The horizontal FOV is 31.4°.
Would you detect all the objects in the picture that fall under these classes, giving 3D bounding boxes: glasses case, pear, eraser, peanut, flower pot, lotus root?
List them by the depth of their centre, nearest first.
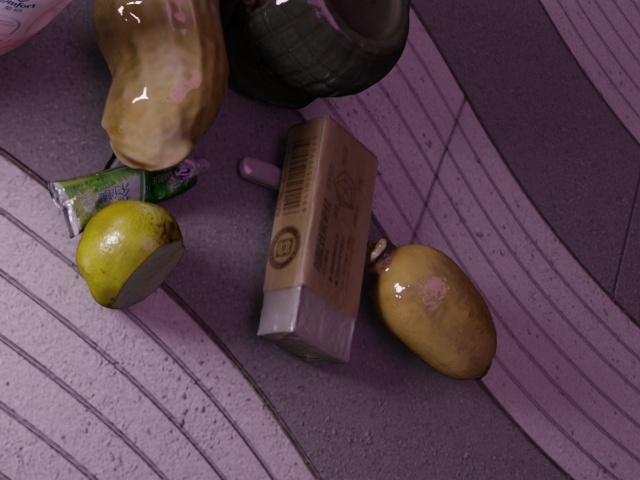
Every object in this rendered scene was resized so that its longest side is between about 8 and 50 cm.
[{"bbox_3d":[-0.241,0.009,1.406,0.104,0.141,0.141,47,43,14],"label":"pear"},{"bbox_3d":[-0.202,-0.254,1.497,0.174,0.158,0.340,6,66,-47],"label":"peanut"},{"bbox_3d":[0.000,0.000,1.651,0.144,0.078,0.344,35,54,-43],"label":"eraser"},{"bbox_3d":[-0.083,-0.097,1.658,0.083,0.021,0.032,18,62,-39],"label":"glasses case"},{"bbox_3d":[-0.021,-0.351,1.670,0.301,0.213,0.302,17,64,-39],"label":"flower pot"},{"bbox_3d":[0.175,0.107,1.753,0.303,0.130,0.146,46,48,-22],"label":"lotus root"}]

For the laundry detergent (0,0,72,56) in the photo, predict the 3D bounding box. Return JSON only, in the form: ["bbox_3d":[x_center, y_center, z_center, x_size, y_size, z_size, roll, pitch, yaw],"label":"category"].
[{"bbox_3d":[-0.323,-0.298,1.278,0.159,0.335,0.088,-12,84,-45],"label":"laundry detergent"}]

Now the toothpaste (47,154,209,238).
[{"bbox_3d":[-0.241,-0.071,1.486,0.248,0.046,0.078,-22,90,-43],"label":"toothpaste"}]
